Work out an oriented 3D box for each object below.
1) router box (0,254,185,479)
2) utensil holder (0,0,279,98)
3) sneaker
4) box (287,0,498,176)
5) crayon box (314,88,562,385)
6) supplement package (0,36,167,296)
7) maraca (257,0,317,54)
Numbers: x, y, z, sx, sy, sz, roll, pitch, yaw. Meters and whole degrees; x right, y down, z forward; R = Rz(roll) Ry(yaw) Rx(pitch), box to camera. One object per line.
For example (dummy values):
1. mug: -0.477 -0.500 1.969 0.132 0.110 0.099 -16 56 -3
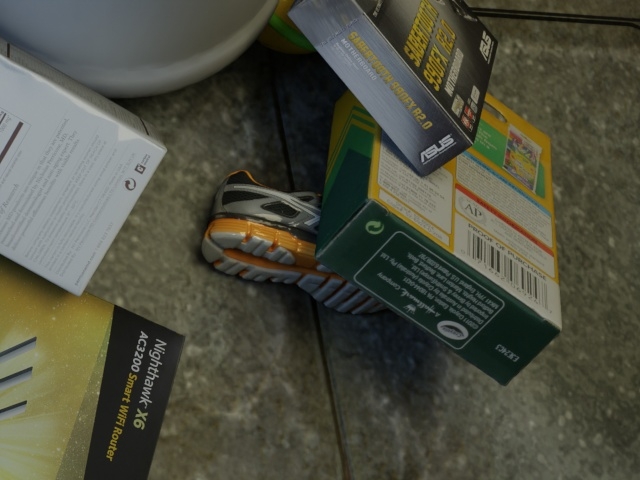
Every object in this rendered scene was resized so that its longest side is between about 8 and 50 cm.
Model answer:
1. router box: -0.256 0.169 1.485 0.243 0.081 0.309 25 60 -22
2. utensil holder: -0.151 -0.340 1.519 0.327 0.385 0.328 4 65 -10
3. sneaker: 0.000 0.000 1.716 0.215 0.084 0.083 20 51 -26
4. box: 0.068 -0.182 1.702 0.183 0.056 0.231 50 25 -15
5. crayon box: 0.107 -0.039 1.740 0.203 0.083 0.323 34 29 -16
6. supplement package: -0.259 -0.083 1.514 0.244 0.139 0.134 30 95 -13
7. maraca: -0.024 -0.233 1.788 0.127 0.099 0.186 44 28 -16
